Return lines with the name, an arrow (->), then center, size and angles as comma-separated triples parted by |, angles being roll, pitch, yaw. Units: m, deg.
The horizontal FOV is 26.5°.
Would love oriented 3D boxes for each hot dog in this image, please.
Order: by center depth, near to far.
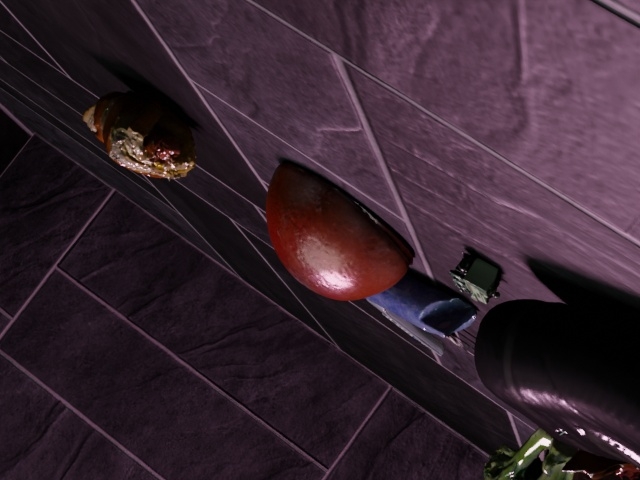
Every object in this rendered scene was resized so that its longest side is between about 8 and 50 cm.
hot dog -> -0.256, -0.163, 1.965 | 0.146, 0.103, 0.213 | 15, -163, -37

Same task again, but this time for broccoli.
broccoli -> 0.387, 0.399, 2.112 | 0.294, 0.265, 0.245 | 26, 134, 25

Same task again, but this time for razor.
razor -> 0.296, 0.154, 1.240 | 0.204, 0.113, 0.349 | 40, 171, -30

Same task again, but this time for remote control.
remote control -> 0.130, 0.122, 2.084 | 0.162, 0.029, 0.061 | 38, 180, -37

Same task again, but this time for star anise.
star anise -> 0.376, 0.222, 1.603 | 0.158, 0.144, 0.140 | 31, 129, -6

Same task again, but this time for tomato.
tomato -> 0.000, 0.000, 1.719 | 0.199, 0.112, 0.228 | 41, 169, -20

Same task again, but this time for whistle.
whistle -> 0.102, 0.070, 1.856 | 0.062, 0.062, 0.304 | 41, 171, -33

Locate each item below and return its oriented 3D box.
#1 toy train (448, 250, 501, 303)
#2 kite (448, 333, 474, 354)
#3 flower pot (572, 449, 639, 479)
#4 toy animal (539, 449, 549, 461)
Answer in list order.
toy train -> 0.170, 0.043, 1.465 | 0.053, 0.033, 0.083 | 30, 171, 23
kite -> 0.181, 0.132, 2.055 | 0.360, 0.022, 0.204 | 35, 173, 24
flower pot -> 0.439, 0.356, 1.851 | 0.179, 0.084, 0.251 | 8, 154, 49
toy animal -> 0.454, 0.463, 2.515 | 0.182, 0.131, 0.127 | 29, -162, -21
